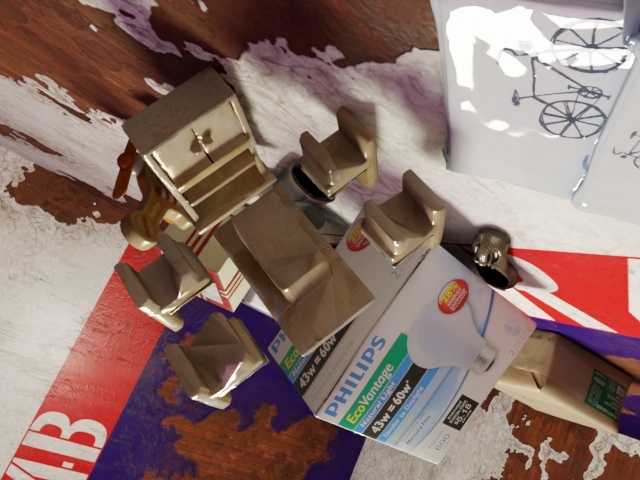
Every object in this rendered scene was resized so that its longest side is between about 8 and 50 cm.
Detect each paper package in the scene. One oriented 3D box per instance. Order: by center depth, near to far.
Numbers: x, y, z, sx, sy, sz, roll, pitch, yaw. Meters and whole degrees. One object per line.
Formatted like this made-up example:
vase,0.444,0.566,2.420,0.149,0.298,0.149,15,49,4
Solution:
paper package,0.622,0.373,1.451,0.324,0.168,0.309,30,167,-20

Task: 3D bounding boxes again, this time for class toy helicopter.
toy helicopter,-0.374,-0.103,1.161,0.235,0.140,0.355,51,-163,-25

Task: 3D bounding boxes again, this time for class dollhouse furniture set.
dollhouse furniture set,-0.087,-0.015,0.767,0.394,0.362,0.256,50,172,23

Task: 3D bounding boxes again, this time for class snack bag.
snack bag,0.265,-0.098,0.483,0.342,0.037,0.323,20,167,22

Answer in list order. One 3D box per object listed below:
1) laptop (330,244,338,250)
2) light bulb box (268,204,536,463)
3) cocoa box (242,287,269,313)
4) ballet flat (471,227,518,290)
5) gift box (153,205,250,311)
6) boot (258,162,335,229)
laptop,0.000,0.000,1.267,0.264,0.137,0.234,-18,-163,-36
light bulb box,0.161,0.187,1.021,0.361,0.358,0.225,33,-178,-34
cocoa box,-0.110,0.186,1.911,0.347,0.232,0.228,31,167,-26
ballet flat,0.313,0.050,0.950,0.084,0.058,0.250,19,166,26
gift box,-0.284,0.009,1.488,0.255,0.258,0.276,24,148,14
boot,-0.024,-0.083,1.044,0.189,0.076,0.208,28,160,-26
